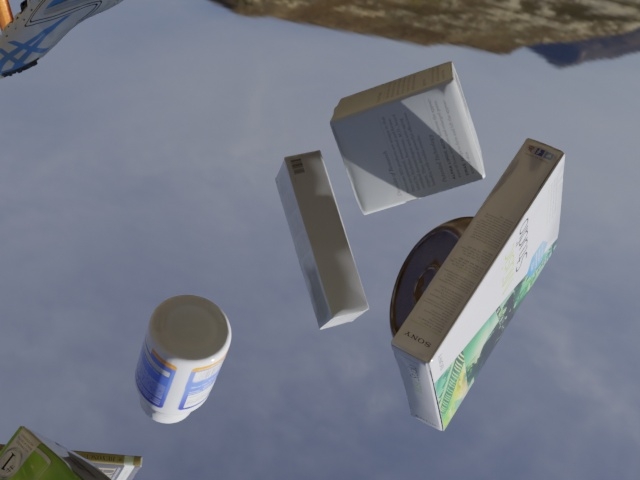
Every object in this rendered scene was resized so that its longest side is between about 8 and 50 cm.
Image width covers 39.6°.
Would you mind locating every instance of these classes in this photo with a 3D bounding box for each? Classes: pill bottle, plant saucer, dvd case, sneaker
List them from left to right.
[{"bbox_3d":[-0.344,-0.282,1.106,0.086,0.237,0.085,52,-174,-27],"label":"sneaker"},{"bbox_3d":[-0.359,0.304,1.160,0.221,0.164,0.018,10,-124,-19],"label":"dvd case"},{"bbox_3d":[-0.270,0.236,1.687,0.152,0.272,0.152,11,-130,-14],"label":"pill bottle"},{"bbox_3d":[0.213,0.093,1.647,0.050,0.310,0.310,22,-164,-23],"label":"plant saucer"}]

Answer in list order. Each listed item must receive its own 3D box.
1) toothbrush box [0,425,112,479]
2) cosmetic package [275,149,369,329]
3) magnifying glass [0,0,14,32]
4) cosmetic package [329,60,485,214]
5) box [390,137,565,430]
[{"bbox_3d":[-0.286,0.358,0.847,0.206,0.283,0.122,27,165,37],"label":"toothbrush box"},{"bbox_3d":[0.000,0.000,1.274,0.061,0.238,0.099,-14,169,-16],"label":"cosmetic package"},{"bbox_3d":[-0.557,-0.444,1.512,0.092,0.230,0.026,8,-138,18],"label":"magnifying glass"},{"bbox_3d":[0.128,-0.152,1.298,0.184,0.151,0.151,-17,-163,14],"label":"cosmetic package"},{"bbox_3d":[0.205,0.061,1.117,0.059,0.322,0.232,28,159,25],"label":"box"}]
